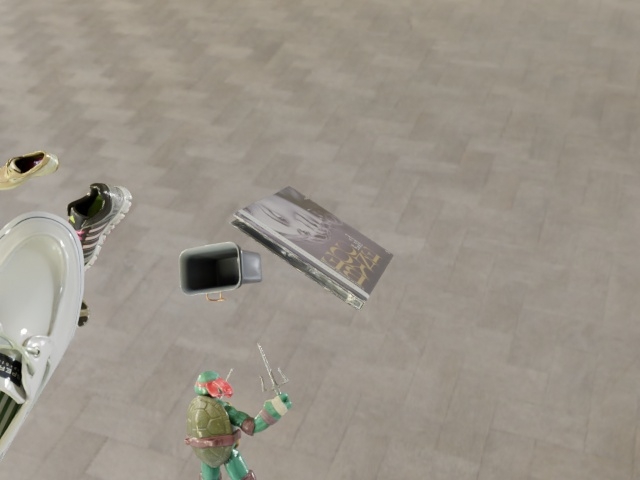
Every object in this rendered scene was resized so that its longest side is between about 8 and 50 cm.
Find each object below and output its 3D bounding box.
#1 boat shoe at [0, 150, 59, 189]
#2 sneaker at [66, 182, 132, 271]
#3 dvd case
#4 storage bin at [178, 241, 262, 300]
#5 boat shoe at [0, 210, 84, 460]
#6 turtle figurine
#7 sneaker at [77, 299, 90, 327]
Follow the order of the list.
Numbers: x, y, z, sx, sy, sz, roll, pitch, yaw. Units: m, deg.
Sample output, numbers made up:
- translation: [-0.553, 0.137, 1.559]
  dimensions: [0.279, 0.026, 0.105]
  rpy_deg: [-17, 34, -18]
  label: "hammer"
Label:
- translation: [-0.540, -0.131, 1.441]
  dimensions: [0.135, 0.045, 0.050]
  rpy_deg: [-21, 66, 6]
  label: "boat shoe"
- translation: [-0.357, -0.019, 1.198]
  dimensions: [0.063, 0.075, 0.170]
  rpy_deg: [35, 87, 29]
  label: "sneaker"
- translation: [0.000, 0.000, 0.926]
  dimensions: [0.164, 0.018, 0.221]
  rpy_deg: [34, 17, 4]
  label: "dvd case"
- translation: [-0.171, 0.059, 1.441]
  dimensions: [0.135, 0.098, 0.091]
  rpy_deg: [-10, -9, 31]
  label: "storage bin"
- translation: [-0.219, 0.089, 0.554]
  dimensions: [0.083, 0.226, 0.076]
  rpy_deg: [20, -5, -23]
  label: "boat shoe"
- translation: [-0.130, 0.260, 1.088]
  dimensions: [0.175, 0.234, 0.118]
  rpy_deg: [-6, -1, 45]
  label: "turtle figurine"
- translation: [-0.479, 0.138, 1.359]
  dimensions: [0.170, 0.071, 0.068]
  rpy_deg: [1, 76, -30]
  label: "sneaker"
